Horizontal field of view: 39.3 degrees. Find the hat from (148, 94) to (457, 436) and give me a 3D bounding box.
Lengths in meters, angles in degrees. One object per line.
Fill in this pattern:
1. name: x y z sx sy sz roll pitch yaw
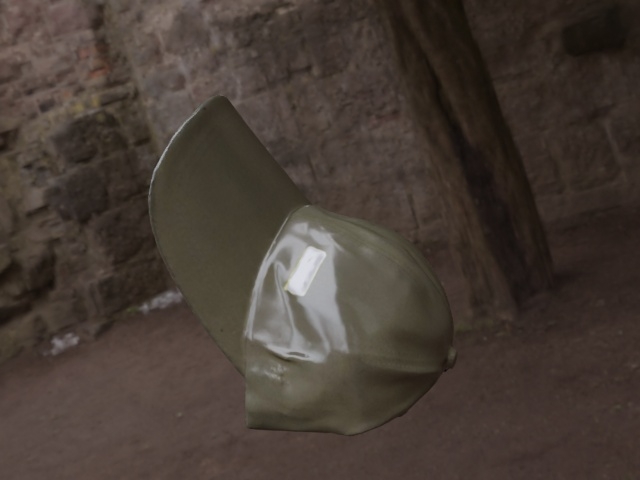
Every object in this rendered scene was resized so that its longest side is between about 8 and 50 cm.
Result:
1. hat: 0.000 0.000 0.516 0.144 0.173 0.166 1 36 25
